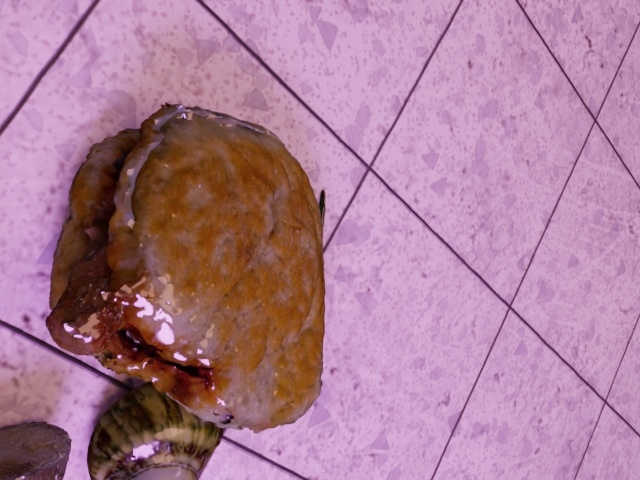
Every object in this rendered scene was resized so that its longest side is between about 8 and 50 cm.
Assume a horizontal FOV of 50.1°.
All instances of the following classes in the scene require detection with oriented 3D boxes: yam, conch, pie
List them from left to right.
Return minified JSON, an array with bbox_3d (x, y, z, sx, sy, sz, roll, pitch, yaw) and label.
[{"bbox_3d":[-0.381,0.338,0.775,0.154,0.154,0.254,18,88,-38],"label":"yam"},{"bbox_3d":[-0.213,0.277,0.890,0.181,0.187,0.124,65,9,17],"label":"conch"},{"bbox_3d":[-0.132,0.037,0.908,0.418,0.181,0.395,32,59,-38],"label":"pie"}]

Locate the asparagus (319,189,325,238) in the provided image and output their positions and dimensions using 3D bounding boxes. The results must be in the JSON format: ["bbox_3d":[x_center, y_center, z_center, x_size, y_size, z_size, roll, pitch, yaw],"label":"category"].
[{"bbox_3d":[0.000,0.000,1.114,0.016,0.013,0.166,2,93,-27],"label":"asparagus"}]
